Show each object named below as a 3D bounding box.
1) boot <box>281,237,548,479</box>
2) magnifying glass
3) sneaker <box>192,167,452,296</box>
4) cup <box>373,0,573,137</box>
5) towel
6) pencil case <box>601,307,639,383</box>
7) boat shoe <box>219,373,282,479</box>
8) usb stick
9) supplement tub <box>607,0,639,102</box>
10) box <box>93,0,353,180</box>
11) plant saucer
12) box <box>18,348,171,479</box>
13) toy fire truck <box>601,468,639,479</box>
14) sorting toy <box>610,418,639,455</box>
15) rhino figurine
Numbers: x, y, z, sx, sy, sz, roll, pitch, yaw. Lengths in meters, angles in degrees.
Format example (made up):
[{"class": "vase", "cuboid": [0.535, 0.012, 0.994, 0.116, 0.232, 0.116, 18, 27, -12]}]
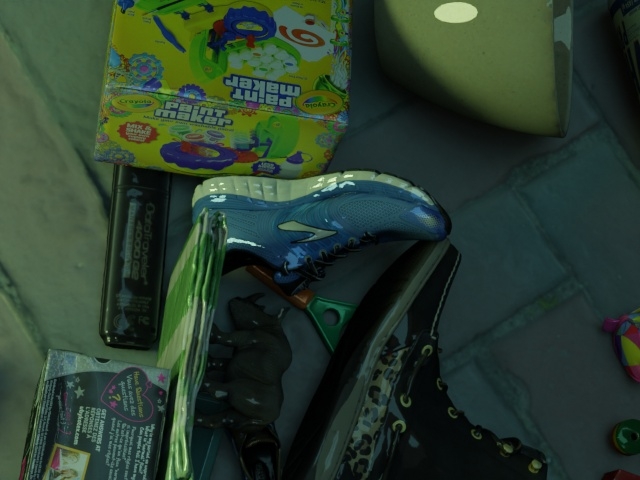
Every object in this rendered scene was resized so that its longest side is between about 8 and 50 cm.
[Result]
[{"class": "boot", "cuboid": [0.149, 0.208, 1.770, 0.284, 0.138, 0.377, 32, 68, -12]}, {"class": "magnifying glass", "cuboid": [0.005, 0.094, 1.843, 0.231, 0.026, 0.092, 37, 70, -3]}, {"class": "sneaker", "cuboid": [0.000, 0.000, 1.772, 0.330, 0.130, 0.147, -3, 71, 17]}, {"class": "cup", "cuboid": [0.200, -0.299, 1.869, 0.237, 0.331, 0.331, 1, 73, 14]}, {"class": "towel", "cuboid": [-0.161, 0.153, 1.660, 0.038, 0.248, 0.325, 10, 67, -13]}, {"class": "pencil case", "cuboid": [0.501, 0.108, 1.914, 0.236, 0.104, 0.104, -17, 79, -18]}, {"class": "boat shoe", "cuboid": [-0.077, 0.241, 1.758, 0.066, 0.066, 0.183, -15, 78, -16]}, {"class": "usb stick", "cuboid": [-0.230, -0.002, 1.802, 0.077, 0.045, 0.278, 8, 73, -18]}, {"class": "supplement tub", "cuboid": [0.543, -0.232, 1.944, 0.235, 0.235, 0.325, -12, 78, -16]}, {"class": "box", "cuboid": [-0.119, -0.237, 1.797, 0.290, 0.177, 0.279, 9, 61, -10]}, {"class": "plant saucer", "cuboid": [-0.164, 0.275, 1.732, 0.067, 0.018, 0.192, 10, 74, 23]}, {"class": "box", "cuboid": [-0.258, 0.227, 1.624, 0.142, 0.247, 0.163, 11, 73, -12]}, {"class": "toy fire truck", "cuboid": [0.427, 0.396, 1.843, 0.192, 0.047, 0.135, 33, 69, -3]}, {"class": "sorting toy", "cuboid": [0.519, 0.264, 1.901, 0.274, 0.046, 0.132, 23, 71, -6]}, {"class": "rhino figurine", "cuboid": [-0.088, 0.142, 1.745, 0.106, 0.073, 0.243, 12, 36, -1]}]
